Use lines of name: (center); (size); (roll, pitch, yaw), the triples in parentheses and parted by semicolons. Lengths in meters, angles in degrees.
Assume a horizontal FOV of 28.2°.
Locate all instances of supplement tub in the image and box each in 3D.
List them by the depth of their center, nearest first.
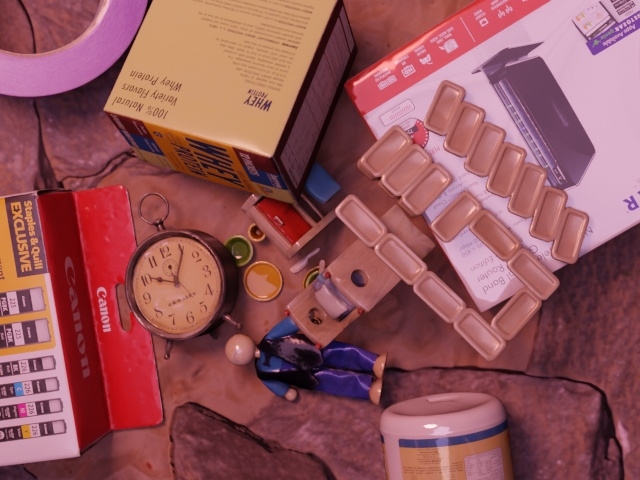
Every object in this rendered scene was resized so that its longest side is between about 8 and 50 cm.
supplement tub: (0.147, 0.281, 1.436); (0.144, 0.144, 0.200); (-7, 94, 10)

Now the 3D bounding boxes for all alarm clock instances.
alarm clock: (-0.168, 0.033, 1.504); (0.129, 0.064, 0.192); (-22, 88, 18)

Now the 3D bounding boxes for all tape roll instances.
tape roll: (-0.334, -0.300, 1.443); (0.274, 0.090, 0.275); (-1, 96, -15)

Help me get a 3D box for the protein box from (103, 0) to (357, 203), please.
protein box: (-0.092, -0.176, 1.395); (0.199, 0.136, 0.201); (17, 74, 16)

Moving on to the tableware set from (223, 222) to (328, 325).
tableware set: (-0.041, 0.042, 1.508); (0.104, 0.024, 0.154); (-37, 89, 10)

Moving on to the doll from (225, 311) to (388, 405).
doll: (-0.018, 0.138, 1.491); (0.189, 0.046, 0.129); (9, 118, 5)

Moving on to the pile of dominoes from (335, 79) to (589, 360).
pile of dominoes: (0.155, -0.024, 1.379); (0.251, 0.040, 0.196); (44, 84, 0)

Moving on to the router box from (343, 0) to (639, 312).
router box: (0.247, -0.134, 1.417); (0.335, 0.082, 0.301); (-32, 89, 10)

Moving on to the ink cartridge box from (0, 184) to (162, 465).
ink cartridge box: (-0.351, 0.099, 1.509); (0.271, 0.130, 0.310); (-9, 93, 9)

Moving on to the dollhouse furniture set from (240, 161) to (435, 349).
dollhouse furniture set: (0.000, 0.000, 1.417); (0.184, 0.129, 0.129); (47, 56, 2)
